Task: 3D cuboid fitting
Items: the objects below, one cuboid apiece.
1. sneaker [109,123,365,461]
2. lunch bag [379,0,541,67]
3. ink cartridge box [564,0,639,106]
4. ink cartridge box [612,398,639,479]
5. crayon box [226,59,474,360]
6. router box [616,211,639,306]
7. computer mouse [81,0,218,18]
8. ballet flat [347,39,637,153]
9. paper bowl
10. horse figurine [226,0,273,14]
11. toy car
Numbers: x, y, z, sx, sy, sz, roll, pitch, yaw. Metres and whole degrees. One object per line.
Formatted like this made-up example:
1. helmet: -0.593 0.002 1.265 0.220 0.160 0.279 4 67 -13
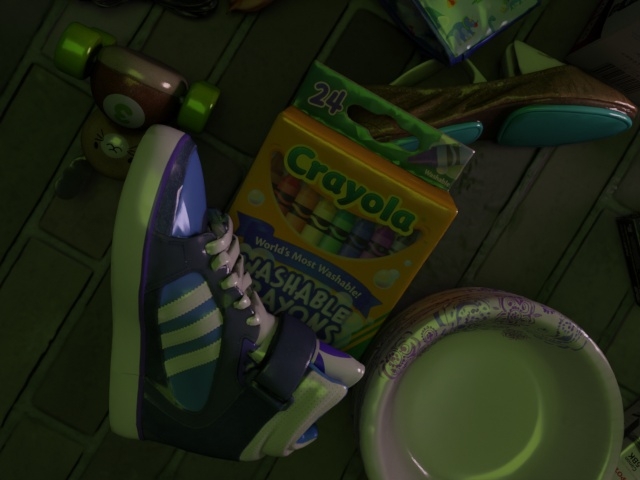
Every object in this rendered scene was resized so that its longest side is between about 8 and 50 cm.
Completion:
1. sneaker: -0.068 0.066 0.538 0.236 0.130 0.322 9 107 -5
2. lunch bag: 0.154 -0.286 0.638 0.129 0.096 0.151 -35 73 -1
3. ink cartridge box: 0.436 -0.316 0.557 0.130 0.272 0.309 30 93 -4
4. ink cartridge box: 0.420 0.272 0.710 0.135 0.056 0.099 -40 95 -2
5. crayon box: 0.000 0.000 0.609 0.203 0.083 0.323 28 109 -4
6. router box: 0.441 0.017 0.708 0.092 0.038 0.122 -16 94 -2
7. computer mouse: -0.198 -0.394 0.600 0.189 0.072 0.272 5 126 -7
8. ballet flat: 0.194 -0.168 0.662 0.343 0.116 0.124 -8 75 1
9. paper bowl: 0.177 0.195 0.646 0.284 0.148 0.284 0 92 -4
10. horse figurine: -0.002 -0.360 0.602 0.263 0.066 0.174 -12 118 4
11. toy car: -0.220 -0.114 0.618 0.155 0.149 0.188 24 102 -15
